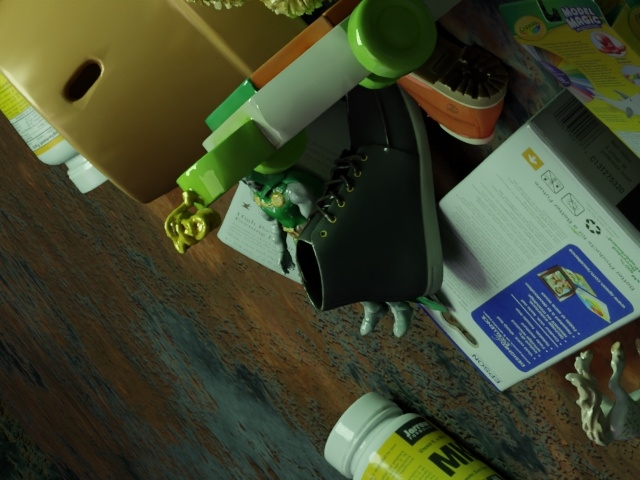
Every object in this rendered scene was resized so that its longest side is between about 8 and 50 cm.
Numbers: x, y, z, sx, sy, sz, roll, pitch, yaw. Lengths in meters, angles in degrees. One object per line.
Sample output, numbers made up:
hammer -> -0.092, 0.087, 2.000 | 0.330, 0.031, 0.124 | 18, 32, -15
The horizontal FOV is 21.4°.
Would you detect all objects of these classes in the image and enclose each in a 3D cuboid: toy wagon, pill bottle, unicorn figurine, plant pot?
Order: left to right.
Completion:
pill bottle -> -0.300, -0.161, 1.928 | 0.208, 0.117, 0.117 | 54, 156, -12
plant pot -> -0.149, -0.170, 1.434 | 0.291, 0.203, 0.291 | 45, -178, -2
toy wagon -> 0.013, -0.120, 1.179 | 0.068, 0.344, 0.267 | 51, 156, -3
pill bottle -> 0.112, 0.267, 1.879 | 0.208, 0.119, 0.119 | 36, 153, 25
unicorn figurine -> 0.282, 0.135, 1.428 | 0.060, 0.162, 0.111 | 139, 116, -71

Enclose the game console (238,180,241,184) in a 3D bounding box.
game console -> -0.085, -0.106, 1.779 | 0.122, 0.071, 0.107 | 42, -175, 15

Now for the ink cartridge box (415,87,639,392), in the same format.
ink cartridge box -> 0.181, 0.013, 1.445 | 0.176, 0.069, 0.371 | 48, 154, 2

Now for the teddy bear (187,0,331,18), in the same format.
teddy bear -> -0.096, -0.285, 1.108 | 0.245, 0.113, 0.338 | 30, 148, 31

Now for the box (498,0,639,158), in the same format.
box -> 0.212, -0.118, 1.160 | 0.179, 0.043, 0.105 | 37, 163, -29

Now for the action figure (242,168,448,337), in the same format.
action figure -> 0.000, 0.000, 1.544 | 0.137, 0.063, 0.232 | -3, 137, 49

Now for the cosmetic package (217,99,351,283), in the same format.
cosmetic package -> -0.016, -0.050, 1.622 | 0.117, 0.085, 0.231 | 27, 155, 0

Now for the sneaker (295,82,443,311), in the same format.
sneaker -> 0.029, -0.051, 1.457 | 0.083, 0.118, 0.222 | 165, 93, -69

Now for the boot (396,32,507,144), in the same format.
boot -> 0.084, -0.136, 1.397 | 0.158, 0.059, 0.084 | 36, 158, 23
